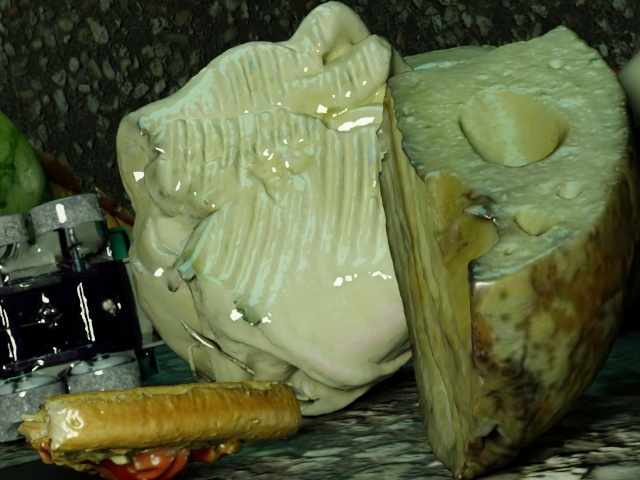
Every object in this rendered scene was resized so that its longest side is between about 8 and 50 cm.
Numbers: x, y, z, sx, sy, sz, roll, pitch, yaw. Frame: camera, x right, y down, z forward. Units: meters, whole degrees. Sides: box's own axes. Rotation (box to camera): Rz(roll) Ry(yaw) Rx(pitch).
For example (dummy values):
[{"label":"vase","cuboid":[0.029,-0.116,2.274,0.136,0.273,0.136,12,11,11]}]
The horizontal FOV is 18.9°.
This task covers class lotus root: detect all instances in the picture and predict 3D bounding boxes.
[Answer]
[{"label":"lotus root","cuboid":[0.120,0.001,1.158,0.142,0.210,0.314,-4,43,-5]}]

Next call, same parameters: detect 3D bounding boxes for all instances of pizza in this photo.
[{"label":"pizza","cuboid":[-0.126,0.124,1.207,0.188,0.062,0.199,2,-8,-35]}]

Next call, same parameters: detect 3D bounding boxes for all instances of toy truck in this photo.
[{"label":"toy truck","cuboid":[-0.283,0.082,1.465,0.363,0.176,0.178,-12,-3,-27]}]

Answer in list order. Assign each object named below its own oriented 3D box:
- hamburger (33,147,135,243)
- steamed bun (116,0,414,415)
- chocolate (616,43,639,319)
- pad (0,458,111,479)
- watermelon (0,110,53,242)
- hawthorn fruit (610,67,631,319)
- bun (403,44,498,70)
[{"label":"hamburger","cuboid":[-0.331,-0.003,1.883,0.284,0.174,0.304,-2,-18,36]},{"label":"steamed bun","cuboid":[0.000,0.000,1.413,0.280,0.268,0.207,-31,-28,-15]},{"label":"chocolate","cuboid":[0.280,-0.036,1.250,0.186,0.283,0.283,-34,19,-36]},{"label":"pad","cuboid":[-0.200,0.175,1.136,0.247,0.007,0.367,-12,6,-22]},{"label":"watermelon","cuboid":[-0.395,0.010,1.607,0.330,0.331,0.189,-10,22,-5]},{"label":"hawthorn fruit","cuboid":[0.205,-0.028,1.516,0.253,0.205,0.205,-21,8,-10]},{"label":"bun","cuboid":[0.101,-0.081,2.170,0.361,0.213,0.361,-15,-10,-3]}]
